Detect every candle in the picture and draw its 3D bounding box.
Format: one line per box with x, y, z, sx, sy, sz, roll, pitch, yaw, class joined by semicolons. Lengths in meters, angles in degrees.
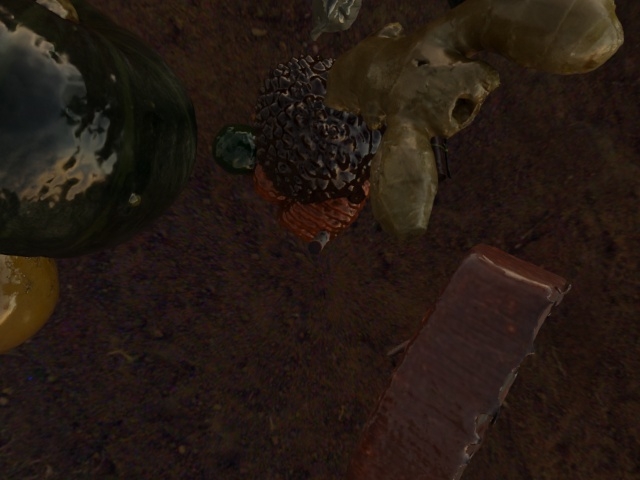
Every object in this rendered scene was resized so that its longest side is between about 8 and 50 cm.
0.139;0.118;0.583;0.131;0.287;0.317;29;57;19;candle

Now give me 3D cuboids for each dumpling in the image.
0.035;-0.516;1.264;0.108;0.127;0.188;32;113;-15;dumpling

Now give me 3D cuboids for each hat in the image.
-0.062;-0.195;1.484;0.400;0.285;0.285;41;87;-6;hat

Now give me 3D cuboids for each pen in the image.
0.000;0.000;1.168;0.028;0.239;0.028;1;97;5;pen

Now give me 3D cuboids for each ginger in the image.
0.146;-0.226;0.757;0.363;0.122;0.348;-52;47;22;ginger

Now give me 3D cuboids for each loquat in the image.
-0.495;0.062;0.820;0.235;0.235;0.235;0;87;0;loquat

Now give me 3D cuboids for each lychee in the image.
0.007;-0.216;1.181;0.306;0.306;0.330;-30;103;-2;lychee

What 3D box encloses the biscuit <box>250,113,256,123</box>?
-0.131;-0.308;1.566;0.130;0.102;0.019;35;117;13;biscuit

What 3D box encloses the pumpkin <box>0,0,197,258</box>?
-0.255;-0.107;0.475;0.300;0.300;0.207;38;107;2;pumpkin

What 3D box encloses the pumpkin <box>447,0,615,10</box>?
0.355;-0.459;1.010;0.197;0.293;0.263;-37;113;-44;pumpkin

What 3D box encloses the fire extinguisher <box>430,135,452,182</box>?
0.154;-0.147;0.816;0.056;0.039;0.132;-3;71;4;fire extinguisher
